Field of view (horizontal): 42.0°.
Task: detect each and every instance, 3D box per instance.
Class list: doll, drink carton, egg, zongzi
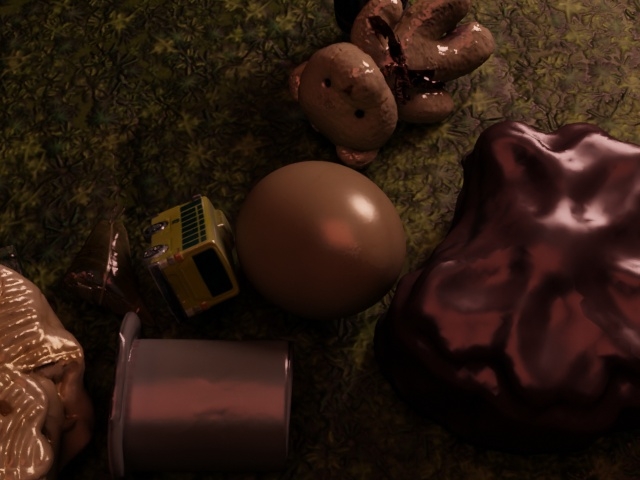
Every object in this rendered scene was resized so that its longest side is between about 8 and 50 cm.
[{"bbox_3d":[0.104,-0.234,1.111,0.278,0.149,0.175,-36,83,-3],"label":"doll"},{"bbox_3d":[-0.126,0.185,0.917,0.190,0.191,0.185,5,61,0],"label":"drink carton"},{"bbox_3d":[0.000,0.000,0.979,0.186,0.186,0.242,-48,28,-18],"label":"egg"},{"bbox_3d":[-0.248,0.030,1.090,0.130,0.062,0.154,25,49,-6],"label":"zongzi"}]

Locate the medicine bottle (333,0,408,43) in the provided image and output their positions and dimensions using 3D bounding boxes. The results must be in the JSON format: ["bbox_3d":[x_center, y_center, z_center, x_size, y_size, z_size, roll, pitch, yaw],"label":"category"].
[{"bbox_3d":[0.070,-0.349,1.167,0.107,0.191,0.107,-2,62,4],"label":"medicine bottle"}]

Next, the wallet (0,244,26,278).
[{"bbox_3d":[-0.422,0.135,1.036,0.160,0.055,0.236,-23,70,-10],"label":"wallet"}]

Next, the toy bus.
[{"bbox_3d":[-0.154,0.016,1.008,0.101,0.088,0.175,-25,24,0],"label":"toy bus"}]

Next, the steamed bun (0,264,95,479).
[{"bbox_3d":[-0.387,0.203,0.880,0.276,0.203,0.289,-21,72,-43],"label":"steamed bun"}]

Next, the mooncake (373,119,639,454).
[{"bbox_3d":[0.261,0.050,0.945,0.351,0.212,0.381,18,67,7],"label":"mooncake"}]
